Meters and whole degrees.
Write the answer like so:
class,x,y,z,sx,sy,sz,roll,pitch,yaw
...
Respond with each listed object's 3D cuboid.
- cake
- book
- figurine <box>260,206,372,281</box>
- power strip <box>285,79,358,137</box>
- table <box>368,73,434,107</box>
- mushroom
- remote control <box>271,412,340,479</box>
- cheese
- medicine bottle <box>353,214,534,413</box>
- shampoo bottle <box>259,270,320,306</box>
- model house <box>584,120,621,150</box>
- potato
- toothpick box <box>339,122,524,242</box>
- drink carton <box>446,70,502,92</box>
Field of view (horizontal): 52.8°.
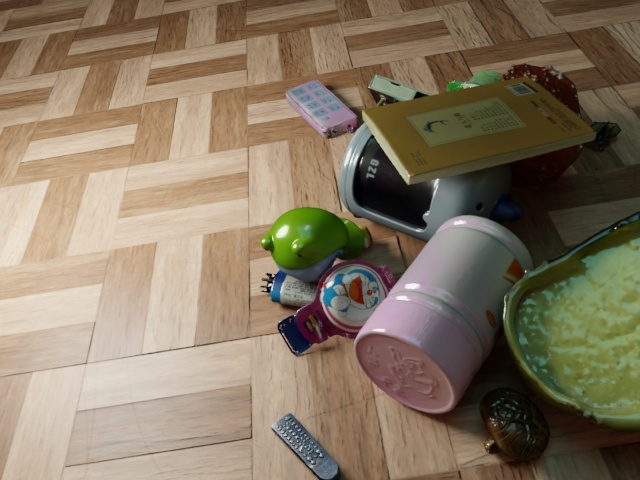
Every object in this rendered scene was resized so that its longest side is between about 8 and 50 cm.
class,x,y,z,sx,sy,sz,roll,pitch,yaw
cake,0.493,-0.262,1.467,0.177,0.151,0.283,-5,67,-3
book,0.305,-0.232,1.288,0.389,0.032,0.269,-13,41,-9
figurine,0.000,0.000,1.317,0.162,0.143,0.263,15,15,36
power strip,0.001,-0.375,1.824,0.109,0.037,0.279,-24,45,-15
table,0.230,-0.311,1.627,0.240,0.121,0.111,26,87,21
mushroom,0.307,0.291,1.025,0.109,0.085,0.126,-21,50,-12
remote control,-0.023,0.349,1.074,0.043,0.027,0.152,-37,47,-18
cheese,0.036,0.129,1.232,0.244,0.155,0.062,-30,2,-3
medicine bottle,0.222,0.123,1.133,0.202,0.202,0.316,22,52,30
shampoo bottle,-0.036,0.098,1.322,0.183,0.050,0.087,7,48,17
model house,0.676,-0.260,1.566,0.083,0.057,0.058,-49,26,-11
potato,0.451,0.160,1.073,0.280,0.213,0.330,-15,67,10
toothpick box,0.249,-0.113,1.368,0.355,0.263,0.263,24,53,30
drink carton,0.418,-0.362,1.664,0.144,0.146,0.142,18,41,27
